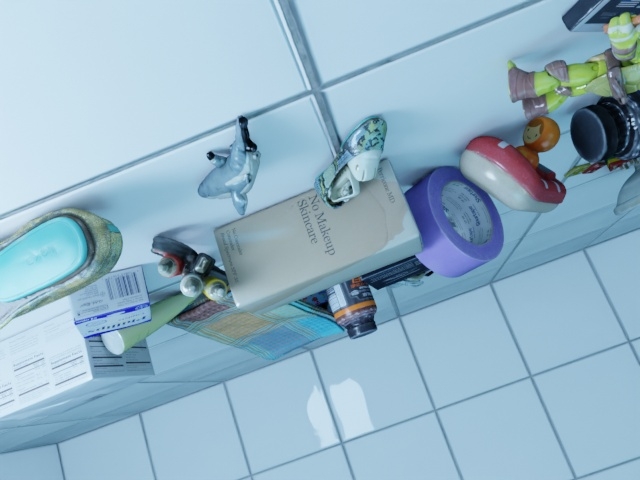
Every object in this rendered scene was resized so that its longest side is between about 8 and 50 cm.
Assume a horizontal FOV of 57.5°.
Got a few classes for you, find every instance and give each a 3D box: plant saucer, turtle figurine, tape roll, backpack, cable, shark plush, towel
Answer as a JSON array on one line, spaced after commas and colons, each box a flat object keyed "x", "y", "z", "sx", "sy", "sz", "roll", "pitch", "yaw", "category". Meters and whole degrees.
[{"x": 0.874, "y": -0.197, "z": 1.386, "sx": 0.400, "sy": 0.100, "sz": 0.400, "roll": -26, "pitch": 169, "yaw": -5, "category": "plant saucer"}, {"x": 0.359, "y": -0.209, "z": 0.727, "sx": 0.217, "sy": 0.087, "sz": 0.269, "roll": -11, "pitch": 180, "yaw": 33, "category": "turtle figurine"}, {"x": 0.238, "y": -0.034, "z": 1.057, "sx": 0.189, "sy": 0.189, "sz": 0.080, "roll": -6, "pitch": 160, "yaw": -40, "category": "tape roll"}, {"x": -0.033, "y": 0.159, "z": 1.507, "sx": 0.158, "sy": 0.117, "sz": 0.173, "roll": -15, "pitch": 161, "yaw": -17, "category": "backpack"}, {"x": -0.216, "y": 0.055, "z": 0.980, "sx": 0.139, "sy": 0.072, "sz": 0.287, "roll": 27, "pitch": 170, "yaw": -4, "category": "cable"}, {"x": -0.111, "y": -0.088, "z": 0.714, "sx": 0.067, "sy": 0.073, "sz": 0.161, "roll": 16, "pitch": 160, "yaw": -10, "category": "shark plush"}, {"x": -0.140, "y": 0.198, "z": 1.380, "sx": 0.271, "sy": 0.040, "sz": 0.370, "roll": -26, "pitch": 146, "yaw": 27, "category": "towel"}]

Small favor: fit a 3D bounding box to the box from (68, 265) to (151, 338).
[{"x": -0.367, "y": 0.110, "z": 1.027, "sx": 0.126, "sy": 0.072, "sz": 0.137, "roll": -14, "pitch": 164, "yaw": -18, "category": "box"}]

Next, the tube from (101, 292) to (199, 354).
[{"x": -0.331, "y": 0.152, "z": 1.190, "sx": 0.070, "sy": 0.062, "sz": 0.240, "roll": 15, "pitch": -156, "yaw": 25, "category": "tube"}]

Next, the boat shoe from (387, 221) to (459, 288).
[{"x": 0.256, "y": 0.061, "z": 1.520, "sx": 0.118, "sy": 0.103, "sz": 0.320, "roll": 5, "pitch": 152, "yaw": -30, "category": "boat shoe"}]

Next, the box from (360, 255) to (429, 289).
[{"x": 0.161, "y": 0.028, "z": 1.318, "sx": 0.153, "sy": 0.108, "sz": 0.207, "roll": -23, "pitch": 165, "yaw": 9, "category": "box"}]

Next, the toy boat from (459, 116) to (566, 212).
[{"x": 0.345, "y": -0.139, "z": 0.987, "sx": 0.231, "sy": 0.151, "sz": 0.151, "roll": -1, "pitch": 125, "yaw": -51, "category": "toy boat"}]

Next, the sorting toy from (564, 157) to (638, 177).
[{"x": 0.694, "y": -0.197, "z": 1.323, "sx": 0.132, "sy": 0.046, "sz": 0.274, "roll": -7, "pitch": 160, "yaw": -38, "category": "sorting toy"}]

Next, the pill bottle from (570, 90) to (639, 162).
[{"x": 0.540, "y": -0.205, "z": 0.971, "sx": 0.219, "sy": 0.123, "sz": 0.123, "roll": -18, "pitch": 164, "yaw": -6, "category": "pill bottle"}]

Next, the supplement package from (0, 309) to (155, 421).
[{"x": -0.516, "y": 0.254, "z": 1.191, "sx": 0.262, "sy": 0.145, "sz": 0.204, "roll": -23, "pitch": 163, "yaw": 13, "category": "supplement package"}]

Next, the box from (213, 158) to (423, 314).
[{"x": 0.000, "y": 0.000, "z": 0.970, "sx": 0.311, "sy": 0.148, "sz": 0.121, "roll": -23, "pitch": 163, "yaw": 7, "category": "box"}]

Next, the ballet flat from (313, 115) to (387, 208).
[{"x": 0.050, "y": -0.102, "z": 0.834, "sx": 0.070, "sy": 0.070, "sz": 0.188, "roll": -12, "pitch": 162, "yaw": -26, "category": "ballet flat"}]

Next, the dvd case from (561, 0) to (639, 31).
[{"x": 0.405, "y": -0.312, "z": 0.622, "sx": 0.179, "sy": 0.029, "sz": 0.238, "roll": -11, "pitch": 162, "yaw": -27, "category": "dvd case"}]

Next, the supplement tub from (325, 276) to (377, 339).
[{"x": 0.070, "y": 0.132, "z": 1.392, "sx": 0.106, "sy": 0.198, "sz": 0.106, "roll": -19, "pitch": 165, "yaw": -5, "category": "supplement tub"}]

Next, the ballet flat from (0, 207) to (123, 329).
[{"x": -0.405, "y": 0.056, "z": 0.744, "sx": 0.348, "sy": 0.123, "sz": 0.123, "roll": -23, "pitch": 164, "yaw": 10, "category": "ballet flat"}]

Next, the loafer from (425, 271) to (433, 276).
[{"x": 0.280, "y": 0.071, "z": 1.660, "sx": 0.080, "sy": 0.078, "sz": 0.220, "roll": -10, "pitch": 161, "yaw": -30, "category": "loafer"}]
